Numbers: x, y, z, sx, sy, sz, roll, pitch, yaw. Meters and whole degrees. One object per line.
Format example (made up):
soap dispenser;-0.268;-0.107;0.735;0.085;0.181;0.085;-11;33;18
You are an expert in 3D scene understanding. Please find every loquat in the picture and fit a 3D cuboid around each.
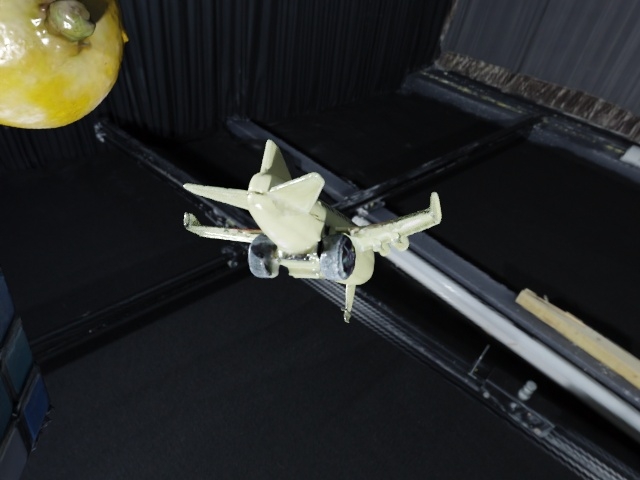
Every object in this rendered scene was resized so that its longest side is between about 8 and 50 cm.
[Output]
loquat;-0.458;-0.338;0.682;0.360;0.328;0.328;15;-143;31

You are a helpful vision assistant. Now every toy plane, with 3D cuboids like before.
toy plane;0.000;0.000;0.425;0.242;0.256;0.104;-3;-119;26

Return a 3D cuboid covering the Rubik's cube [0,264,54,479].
Rubik's cube;-0.648;0.262;0.623;0.364;0.358;0.362;0;-146;-13
